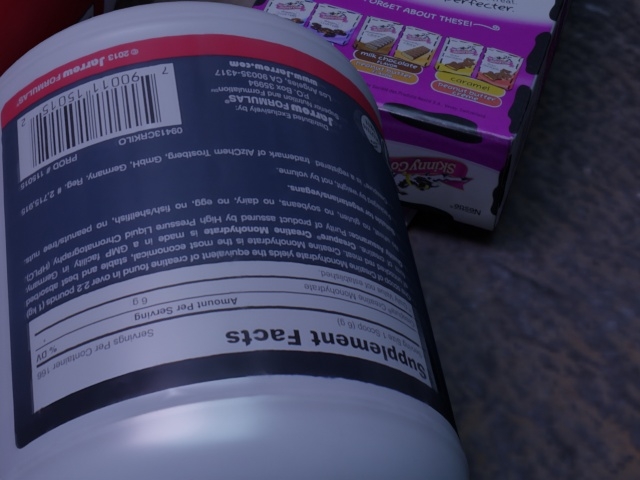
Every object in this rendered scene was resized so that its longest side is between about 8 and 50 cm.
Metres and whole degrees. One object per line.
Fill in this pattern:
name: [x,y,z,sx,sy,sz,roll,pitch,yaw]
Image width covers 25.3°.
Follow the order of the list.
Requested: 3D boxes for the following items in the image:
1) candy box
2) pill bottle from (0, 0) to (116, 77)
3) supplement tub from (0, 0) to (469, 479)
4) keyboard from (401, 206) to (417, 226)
candy box: [0.055,-0.124,0.811,0.159,0.071,0.233,16,48,10]
pill bottle: [-0.247,-0.119,0.732,0.229,0.229,0.408,16,52,16]
supplement tub: [-0.047,0.056,0.586,0.191,0.191,0.272,-8,55,-4]
keyboard: [0.000,0.000,0.762,0.072,0.014,0.256,25,55,16]
